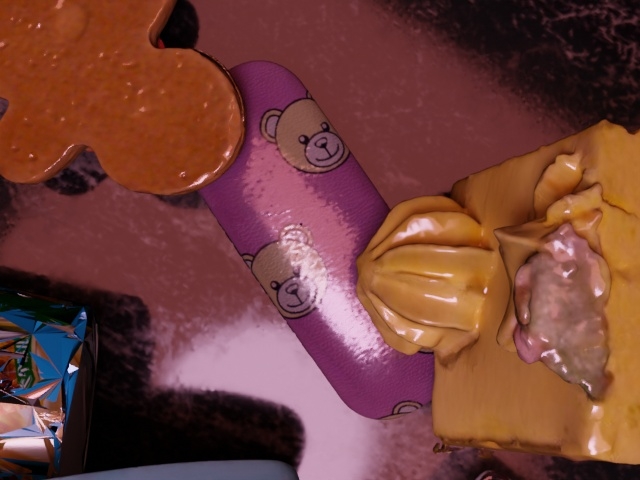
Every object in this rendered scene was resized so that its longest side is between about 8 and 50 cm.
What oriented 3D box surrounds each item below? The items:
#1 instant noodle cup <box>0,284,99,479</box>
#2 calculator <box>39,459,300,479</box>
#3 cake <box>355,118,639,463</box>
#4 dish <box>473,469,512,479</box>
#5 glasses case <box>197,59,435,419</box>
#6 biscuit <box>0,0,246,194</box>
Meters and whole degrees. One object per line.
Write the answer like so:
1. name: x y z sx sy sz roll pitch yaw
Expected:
1. instant noodle cup: -0.269 0.129 0.759 0.178 0.240 0.240 6 89 -7
2. calculator: -0.183 0.247 0.707 0.386 0.256 0.054 -4 46 -34
3. cake: 0.188 0.051 0.713 0.286 0.227 0.222 6 78 -23
4. dish: 0.127 0.325 0.815 0.182 0.080 0.243 39 87 1
5. glasses case: 0.000 0.000 0.825 0.123 0.076 0.316 -35 89 0
6. biscuit: -0.202 -0.147 0.818 0.339 0.047 0.216 29 90 15
